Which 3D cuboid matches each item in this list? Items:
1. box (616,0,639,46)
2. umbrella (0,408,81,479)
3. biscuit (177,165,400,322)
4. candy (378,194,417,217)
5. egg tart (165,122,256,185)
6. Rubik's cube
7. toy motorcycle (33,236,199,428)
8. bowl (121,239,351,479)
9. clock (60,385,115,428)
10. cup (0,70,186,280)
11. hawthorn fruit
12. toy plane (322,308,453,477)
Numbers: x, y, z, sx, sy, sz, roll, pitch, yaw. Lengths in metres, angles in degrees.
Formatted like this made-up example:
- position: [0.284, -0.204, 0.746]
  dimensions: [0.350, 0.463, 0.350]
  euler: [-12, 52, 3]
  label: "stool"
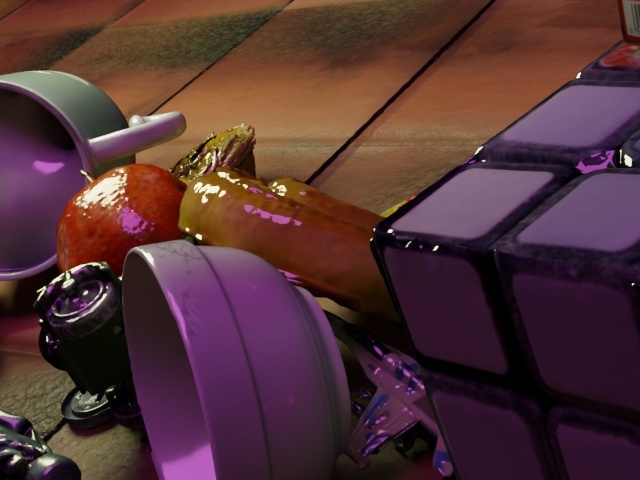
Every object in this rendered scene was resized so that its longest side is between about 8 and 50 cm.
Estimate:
- position: [0.299, -0.162, 0.846]
  dimensions: [0.112, 0.048, 0.175]
  euler: [-26, 26, -21]
  label: "box"
- position: [-0.371, 0.224, 1.328]
  dimensions: [0.349, 0.094, 0.143]
  euler: [9, 34, 41]
  label: "umbrella"
- position: [0.000, 0.000, 1.285]
  dimensions: [0.296, 0.296, 0.102]
  euler: [28, 98, 56]
  label: "biscuit"
- position: [0.082, -0.004, 1.471]
  dimensions: [0.122, 0.038, 0.062]
  euler: [-28, 28, -13]
  label: "candy"
- position: [-0.171, -0.062, 1.697]
  dimensions: [0.232, 0.098, 0.252]
  euler: [-26, 21, 27]
  label: "egg tart"
- position: [0.306, 0.070, 0.840]
  dimensions: [0.359, 0.363, 0.362]
  euler: [-39, 28, -32]
  label: "Rubik's cube"
- position: [-0.157, 0.083, 1.316]
  dimensions: [0.275, 0.205, 0.127]
  euler: [-30, 27, -4]
  label: "toy motorcycle"
- position: [-0.069, 0.132, 1.102]
  dimensions: [0.144, 0.287, 0.287]
  euler: [-12, 24, -20]
  label: "bowl"
- position: [-0.250, 0.179, 1.404]
  dimensions: [0.085, 0.017, 0.085]
  euler: [-17, 28, 9]
  label: "clock"
- position: [-0.348, -0.117, 1.709]
  dimensions: [0.357, 0.259, 0.274]
  euler: [-15, 11, 10]
  label: "cup"
- position: [-0.224, -0.009, 1.472]
  dimensions: [0.207, 0.207, 0.243]
  euler: [-30, 63, -15]
  label: "hawthorn fruit"
- position: [0.073, 0.132, 1.182]
  dimensions: [0.192, 0.088, 0.262]
  euler: [-29, 30, -22]
  label: "toy plane"
